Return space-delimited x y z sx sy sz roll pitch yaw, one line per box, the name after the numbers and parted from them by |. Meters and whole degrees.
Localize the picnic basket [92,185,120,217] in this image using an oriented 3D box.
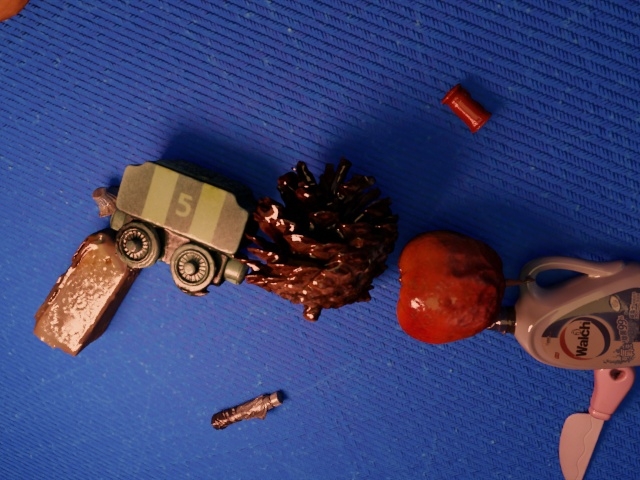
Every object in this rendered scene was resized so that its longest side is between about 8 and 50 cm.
-0.447 -0.080 1.109 0.065 0.083 0.083 -17 141 11 | picnic basket

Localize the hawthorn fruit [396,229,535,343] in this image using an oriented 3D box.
0.259 0.082 0.932 0.243 0.207 0.207 0 108 6 | hawthorn fruit

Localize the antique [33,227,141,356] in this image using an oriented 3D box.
-0.503 0.103 1.153 0.125 0.150 0.284 35 104 -5 | antique

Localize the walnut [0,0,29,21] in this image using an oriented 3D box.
-0.648 -0.484 0.984 0.245 0.137 0.137 -8 106 16 | walnut

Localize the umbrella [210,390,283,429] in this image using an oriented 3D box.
-0.170 0.402 1.214 0.188 0.046 0.050 -25 94 15 | umbrella

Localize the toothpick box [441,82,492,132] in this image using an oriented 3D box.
0.254 -0.233 0.903 0.083 0.047 0.047 43 112 -3 | toothpick box

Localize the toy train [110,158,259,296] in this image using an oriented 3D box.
-0.266 -0.033 1.037 0.299 0.167 0.238 22 101 4 | toy train

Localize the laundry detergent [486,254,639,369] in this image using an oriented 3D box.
0.449 0.129 0.950 0.280 0.105 0.215 2 109 14 | laundry detergent

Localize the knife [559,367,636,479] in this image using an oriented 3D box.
0.541 0.374 1.046 0.081 0.043 0.336 15 113 14 | knife

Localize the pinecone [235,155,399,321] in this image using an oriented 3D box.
-0.002 -0.006 0.925 0.242 0.298 0.296 39 108 38 | pinecone
